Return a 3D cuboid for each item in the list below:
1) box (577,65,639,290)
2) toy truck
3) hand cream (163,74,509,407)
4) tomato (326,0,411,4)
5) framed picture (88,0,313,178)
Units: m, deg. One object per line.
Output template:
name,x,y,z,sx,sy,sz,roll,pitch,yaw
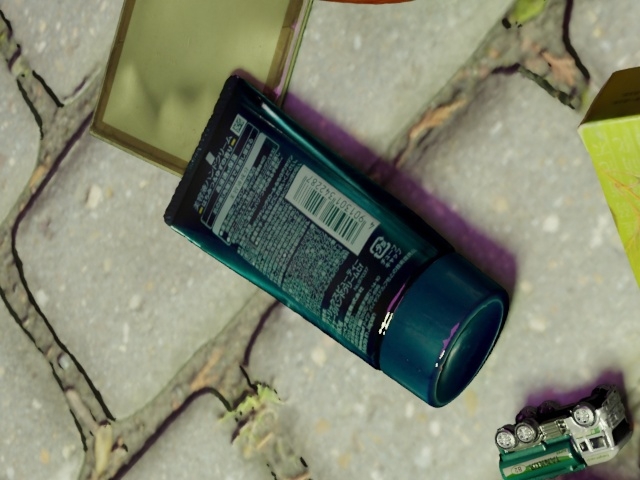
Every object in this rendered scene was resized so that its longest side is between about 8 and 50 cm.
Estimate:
box,0.273,-0.013,0.671,0.261,0.062,0.175,-8,119,36
toy truck,0.142,0.116,0.833,0.083,0.039,0.044,-23,93,35
hand cream,0.000,0.000,0.925,0.270,0.061,0.120,36,109,33
tomato,0.017,-0.295,0.787,0.290,0.293,0.325,-51,52,37
framed picture,-0.080,-0.158,1.015,0.173,0.010,0.231,26,104,33
